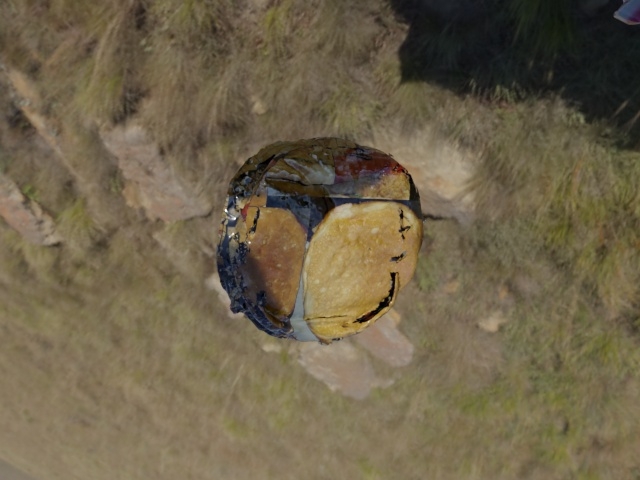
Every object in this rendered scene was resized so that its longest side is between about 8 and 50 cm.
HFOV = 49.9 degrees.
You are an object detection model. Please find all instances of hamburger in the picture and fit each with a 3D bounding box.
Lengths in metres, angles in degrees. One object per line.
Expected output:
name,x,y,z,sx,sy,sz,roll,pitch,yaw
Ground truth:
hamburger,0.000,0.000,0.734,0.231,0.231,0.107,47,168,-26

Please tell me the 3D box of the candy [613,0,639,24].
candy,0.227,-0.165,0.421,0.365,0.124,0.124,34,151,16
